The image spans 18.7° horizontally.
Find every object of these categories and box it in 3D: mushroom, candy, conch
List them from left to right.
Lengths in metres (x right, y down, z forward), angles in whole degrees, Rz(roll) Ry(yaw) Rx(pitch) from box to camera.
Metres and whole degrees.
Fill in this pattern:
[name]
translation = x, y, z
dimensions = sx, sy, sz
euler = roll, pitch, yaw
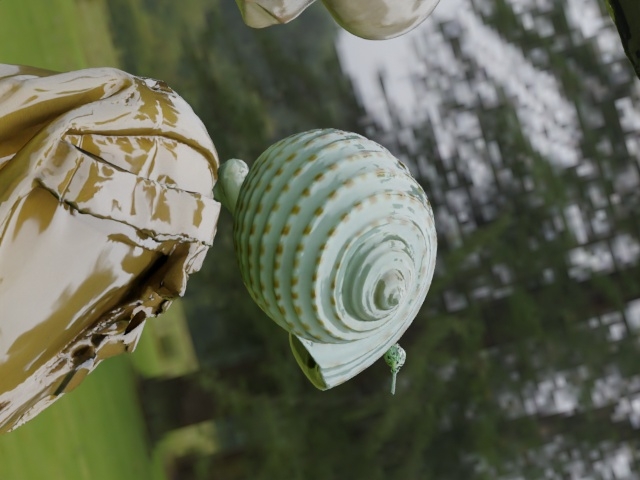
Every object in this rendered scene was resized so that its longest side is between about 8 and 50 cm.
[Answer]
[mushroom]
translation = 0.006, -0.250, 1.648
dimensions = 0.204, 0.204, 0.204
euler = -16, 90, -90
[conch]
translation = 0.010, -0.004, 1.291
dimensions = 0.172, 0.131, 0.200
euler = 60, 5, -40
[candy]
translation = 0.077, 0.136, 2.050
dimensions = 0.025, 0.023, 0.083
euler = -59, -170, 27

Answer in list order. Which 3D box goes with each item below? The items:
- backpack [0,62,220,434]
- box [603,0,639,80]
[backpack]
translation = -0.238, 0.012, 1.446
dimensions = 0.201, 0.353, 0.378
euler = 44, 16, 18
[box]
translation = 0.459, -0.214, 1.833
dimensions = 0.091, 0.359, 0.350
euler = 68, 0, -78
